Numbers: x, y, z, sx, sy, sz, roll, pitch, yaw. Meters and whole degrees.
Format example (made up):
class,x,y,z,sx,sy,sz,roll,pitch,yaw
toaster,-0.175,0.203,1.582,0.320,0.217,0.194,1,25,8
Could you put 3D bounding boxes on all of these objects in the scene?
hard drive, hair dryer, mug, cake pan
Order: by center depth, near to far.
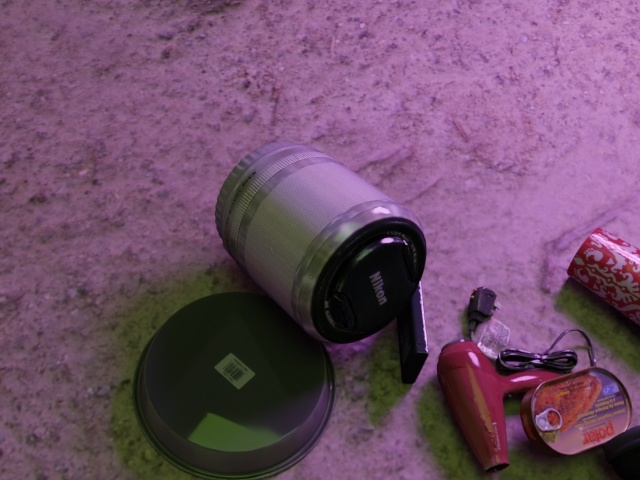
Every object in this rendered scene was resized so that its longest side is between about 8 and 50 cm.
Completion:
class,x,y,z,sx,sy,sz,roll,pitch,yaw
cake pan,-0.120,0.193,1.225,0.293,0.054,0.293,3,54,-4
hair dryer,0.279,0.202,1.248,0.223,0.080,0.293,25,56,11
hard drive,0.134,0.129,1.274,0.022,0.094,0.135,3,54,-7
mug,0.492,0.065,1.376,0.169,0.150,0.113,35,94,23

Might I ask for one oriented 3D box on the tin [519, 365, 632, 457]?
class,x,y,z,sx,sy,sz,roll,pitch,yaw
tin,0.363,0.243,1.222,0.189,0.040,0.106,-8,67,-31

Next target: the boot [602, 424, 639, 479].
class,x,y,z,sx,sy,sz,roll,pitch,yaw
boot,0.598,0.436,1.090,0.367,0.146,0.445,-6,61,-4

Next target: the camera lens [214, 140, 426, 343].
class,x,y,z,sx,sy,sz,roll,pitch,yaw
camera lens,0.000,0.000,1.245,0.219,0.219,0.274,-28,44,-24
